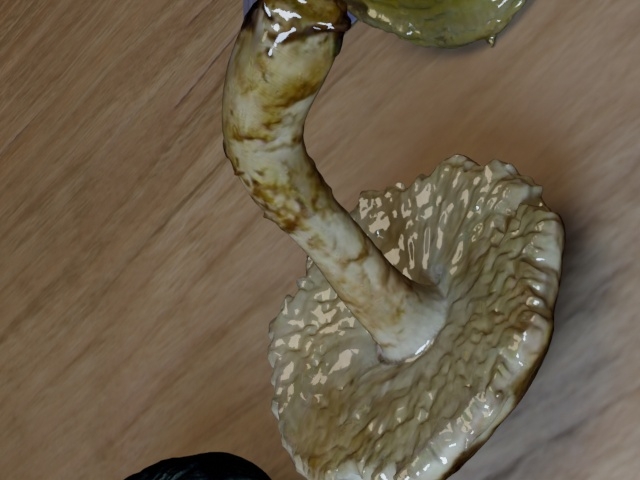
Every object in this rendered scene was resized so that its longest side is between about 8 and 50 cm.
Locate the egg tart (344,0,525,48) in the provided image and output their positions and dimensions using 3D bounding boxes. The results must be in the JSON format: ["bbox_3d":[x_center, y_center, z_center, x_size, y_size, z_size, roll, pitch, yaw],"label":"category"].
[{"bbox_3d":[0.087,-0.268,1.006,0.232,0.098,0.252,-36,57,23],"label":"egg tart"}]

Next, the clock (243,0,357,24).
[{"bbox_3d":[0.010,-0.274,1.204,0.193,0.073,0.145,-41,35,31],"label":"clock"}]

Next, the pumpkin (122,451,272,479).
[{"bbox_3d":[-0.098,0.237,0.870,0.194,0.150,0.194,-164,90,-79],"label":"pumpkin"}]

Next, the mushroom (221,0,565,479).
[{"bbox_3d":[0.016,-0.007,0.770,0.233,0.302,0.208,-23,12,30],"label":"mushroom"}]
